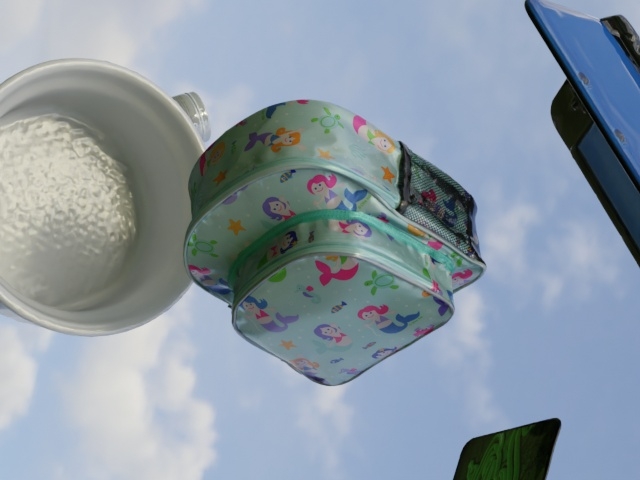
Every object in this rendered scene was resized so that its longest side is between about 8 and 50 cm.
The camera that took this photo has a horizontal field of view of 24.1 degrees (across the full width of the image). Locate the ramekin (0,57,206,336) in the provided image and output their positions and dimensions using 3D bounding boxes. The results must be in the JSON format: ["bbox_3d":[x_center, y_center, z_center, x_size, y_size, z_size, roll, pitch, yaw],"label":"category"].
[{"bbox_3d":[-0.257,-0.038,1.532,0.135,0.277,0.277,-11,-113,61],"label":"ramekin"}]

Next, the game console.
[{"bbox_3d":[0.288,-0.072,1.486,0.293,0.173,0.250,63,-27,22],"label":"game console"}]

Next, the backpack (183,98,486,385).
[{"bbox_3d":[0.000,0.000,1.386,0.225,0.253,0.191,-34,-148,32],"label":"backpack"}]

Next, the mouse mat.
[{"bbox_3d":[0.147,0.251,1.350,0.153,0.007,0.189,-28,-146,56],"label":"mouse mat"}]

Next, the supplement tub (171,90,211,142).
[{"bbox_3d":[-0.200,-0.142,1.893,0.071,0.107,0.071,52,-27,41],"label":"supplement tub"}]
